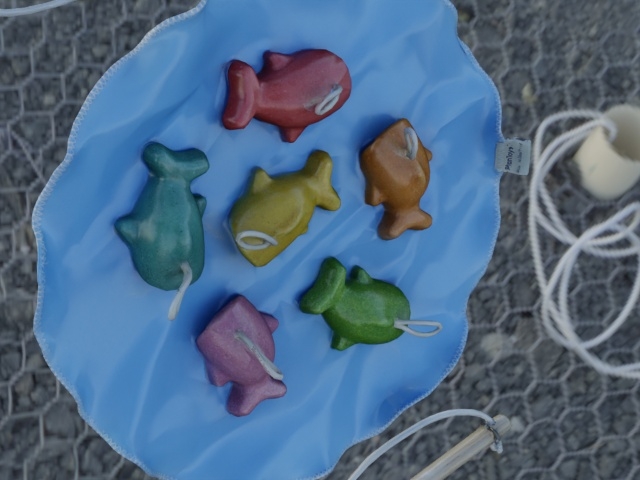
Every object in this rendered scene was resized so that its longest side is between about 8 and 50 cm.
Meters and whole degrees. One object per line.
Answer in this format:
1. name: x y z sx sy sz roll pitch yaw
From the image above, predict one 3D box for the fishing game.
1. fishing game: 0.000 0.000 0.383 0.189 0.264 0.041 -31 31 -26
